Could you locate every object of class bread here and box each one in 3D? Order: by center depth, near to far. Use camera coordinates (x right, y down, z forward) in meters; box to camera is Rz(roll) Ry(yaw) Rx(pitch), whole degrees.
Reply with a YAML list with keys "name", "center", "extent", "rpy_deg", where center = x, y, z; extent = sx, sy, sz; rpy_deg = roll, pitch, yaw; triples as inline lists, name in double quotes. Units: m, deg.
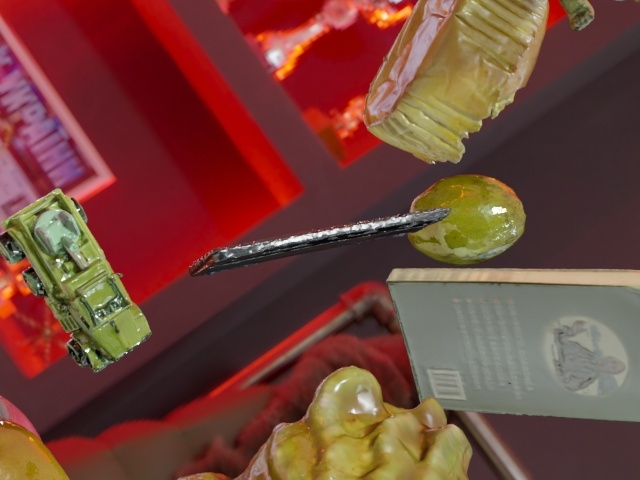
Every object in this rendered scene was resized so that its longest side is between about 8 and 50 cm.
- name: "bread"
  center: [0.164, -0.212, 1.420]
  extent: [0.133, 0.250, 0.179]
  rpy_deg: [26, 8, -20]

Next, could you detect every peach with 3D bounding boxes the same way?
- name: "peach"
  center: [-0.405, 0.335, 1.484]
  extent: [0.251, 0.153, 0.251]
  rpy_deg: [23, -58, 42]

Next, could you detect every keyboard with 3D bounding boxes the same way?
- name: "keyboard"
  center: [0.000, 0.000, 1.136]
  extent: [0.087, 0.250, 0.017]
  rpy_deg: [-27, -104, 64]

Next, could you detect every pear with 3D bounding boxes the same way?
- name: "pear"
  center: [0.160, -0.021, 1.316]
  extent: [0.107, 0.131, 0.107]
  rpy_deg: [0, 90, -89]

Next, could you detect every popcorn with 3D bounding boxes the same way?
- name: "popcorn"
  center: [-0.003, 0.270, 1.068]
  extent: [0.326, 0.290, 0.321]
  rpy_deg: [24, 26, 9]

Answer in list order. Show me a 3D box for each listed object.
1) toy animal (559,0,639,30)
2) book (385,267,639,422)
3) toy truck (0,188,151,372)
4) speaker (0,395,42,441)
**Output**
- name: "toy animal"
  center: [0.276, -0.295, 1.267]
  extent: [0.101, 0.103, 0.218]
  rpy_deg: [43, 27, -24]
- name: "book"
  center: [0.294, 0.149, 1.693]
  extent: [0.371, 0.043, 0.260]
  rpy_deg: [1, -53, 25]
- name: "toy truck"
  center: [-0.344, 0.063, 1.719]
  extent: [0.135, 0.128, 0.259]
  rpy_deg: [4, -56, 60]
- name: "speaker"
  center: [-0.557, 0.354, 1.760]
  extent: [0.294, 0.294, 0.294]
  rpy_deg: [53, -10, 13]
